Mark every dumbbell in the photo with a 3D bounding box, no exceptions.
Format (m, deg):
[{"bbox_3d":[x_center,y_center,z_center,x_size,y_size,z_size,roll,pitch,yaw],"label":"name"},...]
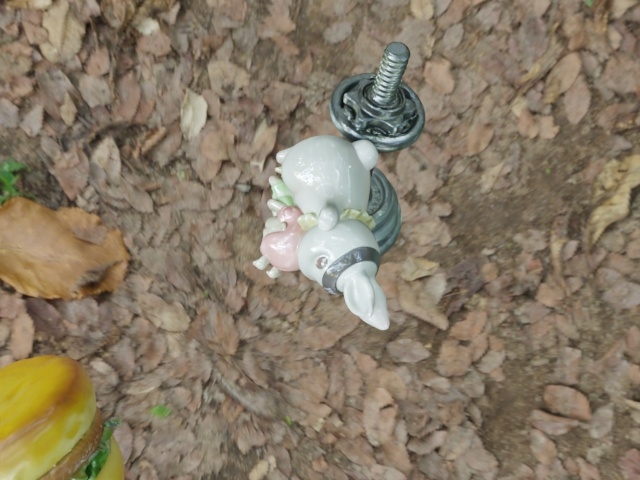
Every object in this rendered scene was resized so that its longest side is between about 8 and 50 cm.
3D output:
[{"bbox_3d":[0.035,-0.073,0.758,0.110,0.254,0.110,5,56,-7],"label":"dumbbell"}]

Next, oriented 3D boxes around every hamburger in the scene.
[{"bbox_3d":[-0.291,0.226,0.816,0.246,0.246,0.169,-23,106,-9],"label":"hamburger"}]

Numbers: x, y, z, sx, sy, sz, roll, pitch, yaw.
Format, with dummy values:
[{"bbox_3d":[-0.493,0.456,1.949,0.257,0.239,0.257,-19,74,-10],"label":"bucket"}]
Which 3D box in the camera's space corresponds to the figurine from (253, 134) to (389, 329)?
[{"bbox_3d":[0.004,0.003,0.665,0.081,0.098,0.146,19,59,-41],"label":"figurine"}]
